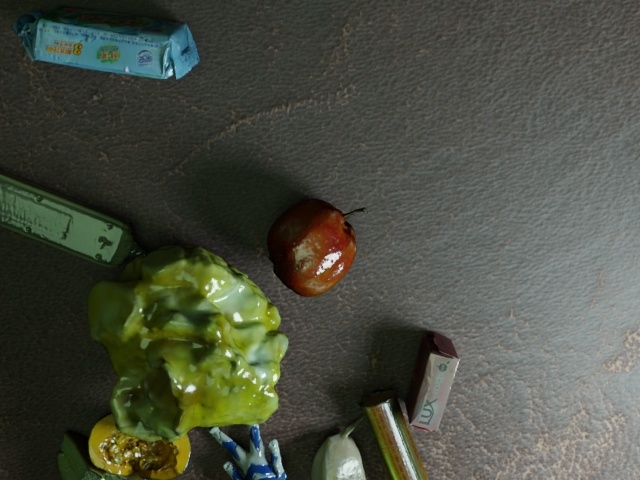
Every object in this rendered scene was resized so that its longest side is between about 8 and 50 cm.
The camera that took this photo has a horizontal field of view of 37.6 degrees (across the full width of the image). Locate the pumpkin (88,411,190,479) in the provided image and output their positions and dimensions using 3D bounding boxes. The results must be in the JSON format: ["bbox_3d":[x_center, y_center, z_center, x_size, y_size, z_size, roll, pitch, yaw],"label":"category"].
[{"bbox_3d":[-0.337,0.383,1.747,0.183,0.107,0.119,16,80,-9],"label":"pumpkin"}]

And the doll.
[{"bbox_3d":[-0.116,0.433,1.761,0.114,0.057,0.227,-29,85,2],"label":"doll"}]

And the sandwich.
[{"bbox_3d":[-0.401,0.463,1.778,0.244,0.088,0.090,30,105,-5],"label":"sandwich"}]

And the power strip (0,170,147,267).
[{"bbox_3d":[-0.490,-0.044,1.686,0.387,0.066,0.092,22,100,-1],"label":"power strip"}]

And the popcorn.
[{"bbox_3d":[-0.237,0.176,1.647,0.292,0.293,0.334,-17,81,37],"label":"popcorn"}]

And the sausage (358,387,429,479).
[{"bbox_3d":[0.169,0.453,1.770,0.082,0.082,0.371,-20,103,6],"label":"sausage"}]

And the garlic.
[{"bbox_3d":[0.045,0.434,1.773,0.128,0.090,0.198,-12,95,-11],"label":"garlic"}]

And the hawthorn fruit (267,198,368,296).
[{"bbox_3d":[0.000,0.000,1.635,0.194,0.157,0.157,-38,99,6],"label":"hawthorn fruit"}]

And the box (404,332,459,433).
[{"bbox_3d":[0.201,0.256,1.706,0.060,0.111,0.156,13,104,-2],"label":"box"}]

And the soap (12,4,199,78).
[{"bbox_3d":[-0.354,-0.334,1.569,0.293,0.156,0.077,7,114,-2],"label":"soap"}]
